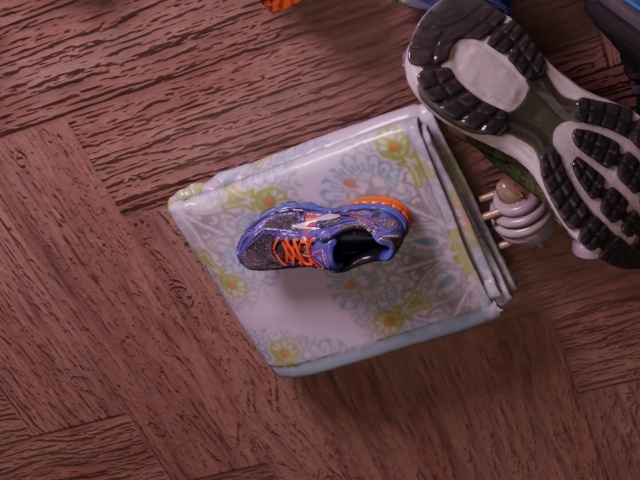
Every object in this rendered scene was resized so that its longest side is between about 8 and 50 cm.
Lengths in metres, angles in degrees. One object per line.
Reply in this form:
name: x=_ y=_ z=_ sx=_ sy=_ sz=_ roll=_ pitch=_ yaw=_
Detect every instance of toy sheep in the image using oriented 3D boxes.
toy sheep: x=0.257 y=-0.033 z=1.433 sx=0.091 sy=0.091 sz=0.132 roll=-20 pitch=136 yaw=18

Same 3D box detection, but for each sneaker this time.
sneaker: x=0.252 y=-0.126 z=1.326 sx=0.410 sy=0.182 sz=0.158 roll=42 pitch=87 yaw=-14
sneaker: x=0.407 y=-0.165 z=1.301 sx=0.341 sy=0.125 sz=0.140 roll=40 pitch=124 yaw=-19
sneaker: x=0.000 y=0.000 z=1.377 sx=0.221 sy=0.087 sz=0.083 roll=-12 pitch=120 yaw=14

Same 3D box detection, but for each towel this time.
towel: x=0.034 y=0.011 z=1.485 sx=0.375 sy=0.090 sz=0.320 roll=-19 pitch=118 yaw=18

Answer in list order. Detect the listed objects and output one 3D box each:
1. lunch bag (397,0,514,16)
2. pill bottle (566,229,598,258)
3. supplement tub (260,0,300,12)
lunch bag: x=0.160 y=-0.307 z=1.247 sx=0.129 sy=0.096 sz=0.151 roll=16 pitch=139 yaw=-9
pill bottle: x=0.345 y=-0.038 z=1.430 sx=0.067 sy=0.067 sz=0.120 roll=-1 pitch=125 yaw=6
supplement tub: x=-0.075 y=-0.349 z=1.219 sx=0.117 sy=0.117 sz=0.190 roll=-27 pitch=119 yaw=22
